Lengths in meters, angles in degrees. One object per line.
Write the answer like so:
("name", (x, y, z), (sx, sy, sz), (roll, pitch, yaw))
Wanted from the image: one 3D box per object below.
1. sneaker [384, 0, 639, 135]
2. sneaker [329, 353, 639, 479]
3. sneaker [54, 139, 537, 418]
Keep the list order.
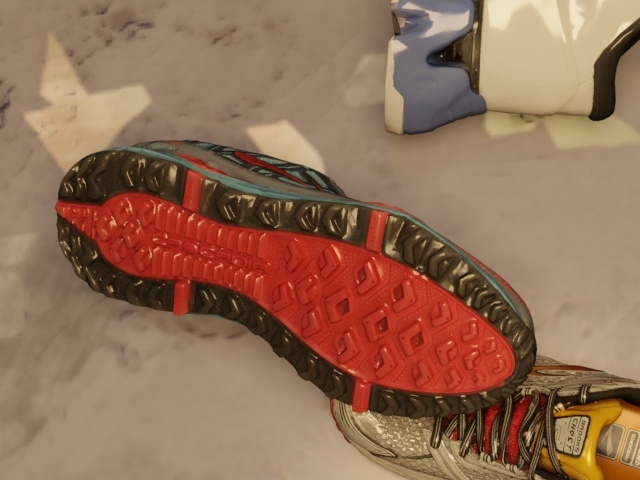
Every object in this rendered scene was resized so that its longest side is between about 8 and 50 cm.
("sneaker", (0.143, -0.201, 0.881), (0.182, 0.127, 0.315), (8, 88, 3))
("sneaker", (0.116, 0.093, 0.835), (0.225, 0.093, 0.088), (8, 82, 9))
("sneaker", (0.000, 0.000, 0.843), (0.262, 0.125, 0.104), (23, 115, 18))
